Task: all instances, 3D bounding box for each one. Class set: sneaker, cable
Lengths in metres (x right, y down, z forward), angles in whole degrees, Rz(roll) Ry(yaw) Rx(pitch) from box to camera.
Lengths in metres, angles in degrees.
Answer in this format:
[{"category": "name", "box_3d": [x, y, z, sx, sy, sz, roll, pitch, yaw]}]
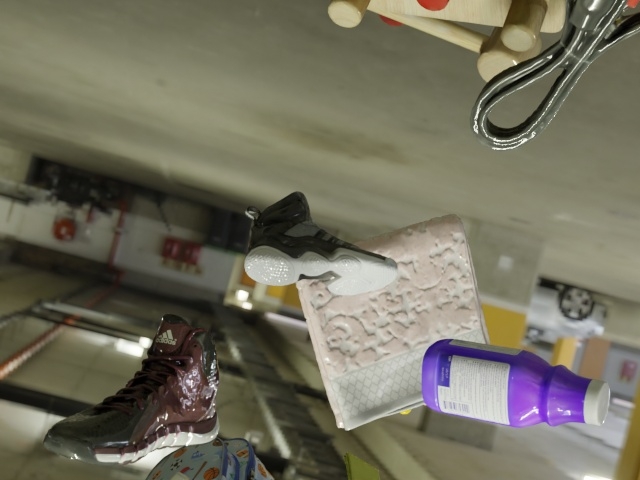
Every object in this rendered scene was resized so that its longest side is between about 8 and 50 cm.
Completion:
[{"category": "sneaker", "box_3d": [0.000, 0.000, 1.796, 0.268, 0.153, 0.101, 6, 143, -21]}, {"category": "cable", "box_3d": [0.240, -0.194, 0.945, 0.139, 0.287, 0.072, 21, -140, -4]}, {"category": "sneaker", "box_3d": [-0.214, 0.168, 1.278, 0.106, 0.163, 0.281, 11, -176, 27]}]

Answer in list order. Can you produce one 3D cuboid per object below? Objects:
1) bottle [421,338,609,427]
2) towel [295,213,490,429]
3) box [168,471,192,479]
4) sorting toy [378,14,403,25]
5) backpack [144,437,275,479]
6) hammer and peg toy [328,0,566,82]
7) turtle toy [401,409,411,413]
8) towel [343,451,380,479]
[{"category": "bottle", "box_3d": [0.296, 0.225, 1.646, 0.282, 0.118, 0.092, 6, -164, 31]}, {"category": "towel", "box_3d": [0.140, 0.142, 1.914, 0.331, 0.317, 0.053, -16, -178, -20]}, {"category": "box", "box_3d": [-0.136, 0.410, 1.439, 0.113, 0.094, 0.275, 38, 170, 30]}, {"category": "sorting toy", "box_3d": [0.176, -0.590, 2.148, 0.127, 0.366, 0.126, -20, 162, 39]}, {"category": "backpack", "box_3d": [-0.205, 0.480, 1.935, 0.276, 0.213, 0.263, -19, -161, 14]}, {"category": "hammer and peg toy", "box_3d": [0.114, -0.280, 1.072, 0.265, 0.127, 0.361, 12, 148, 18]}, {"category": "turtle toy", "box_3d": [0.186, 0.284, 2.101, 0.130, 0.095, 0.066, -23, 176, 11]}, {"category": "towel", "box_3d": [0.101, 0.560, 2.292, 0.102, 0.021, 0.237, 36, -157, -26]}]
